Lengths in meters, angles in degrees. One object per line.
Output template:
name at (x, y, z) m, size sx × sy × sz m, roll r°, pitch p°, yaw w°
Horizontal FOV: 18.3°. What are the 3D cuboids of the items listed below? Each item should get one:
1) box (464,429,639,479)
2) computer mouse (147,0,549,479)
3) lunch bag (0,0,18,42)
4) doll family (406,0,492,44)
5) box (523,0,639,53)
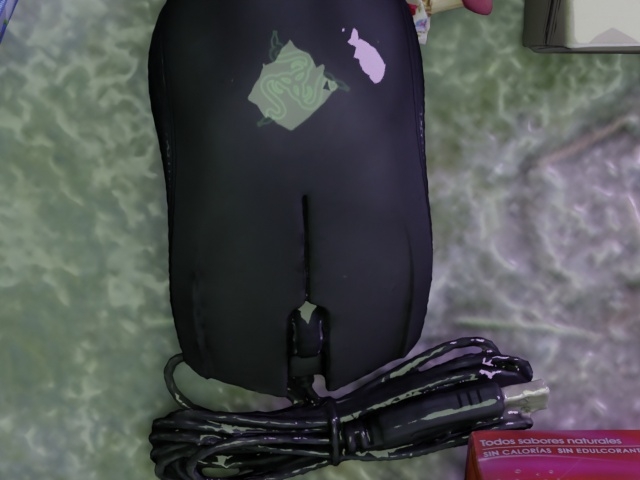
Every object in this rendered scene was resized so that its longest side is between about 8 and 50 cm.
box at (0.193, 0.170, 0.908) m, size 0.257 × 0.122 × 0.128 m, roll 0°, pitch 122°, yaw -6°
computer mouse at (0.000, 0.000, 0.868) m, size 0.189 × 0.072 × 0.272 m, roll -10°, pitch 118°, yaw -2°
lunch bag at (-0.186, -0.142, 0.865) m, size 0.129 × 0.096 × 0.151 m, roll 21°, pitch 103°, yaw -8°
doll family at (-0.025, -0.194, 0.884) m, size 0.163 × 0.118 × 0.263 m, roll -12°, pitch 115°, yaw -11°
box at (0.153, -0.222, 0.896) m, size 0.113 × 0.094 × 0.275 m, roll -2°, pitch 95°, yaw -6°
